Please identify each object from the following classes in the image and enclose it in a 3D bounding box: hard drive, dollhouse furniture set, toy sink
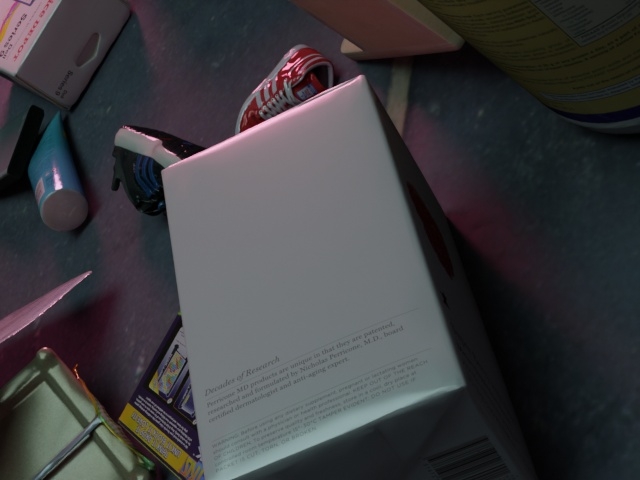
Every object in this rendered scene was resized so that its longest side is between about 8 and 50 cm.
[{"bbox_3d":[-0.380,-0.104,1.620,0.135,0.022,0.094,-19,50,56],"label":"hard drive"},{"bbox_3d":[-0.289,0.276,1.252,0.301,0.151,0.197,-42,59,-6],"label":"dollhouse furniture set"},{"bbox_3d":[0.051,-0.254,1.130,0.153,0.131,0.234,-62,21,-5],"label":"toy sink"}]

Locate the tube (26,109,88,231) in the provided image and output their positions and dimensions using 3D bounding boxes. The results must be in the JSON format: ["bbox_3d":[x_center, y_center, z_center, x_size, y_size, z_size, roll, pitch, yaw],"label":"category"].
[{"bbox_3d":[-0.310,-0.080,1.533,0.080,0.052,0.207,-48,33,10],"label":"tube"}]

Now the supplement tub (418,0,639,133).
[{"bbox_3d":[0.154,-0.244,0.893,0.241,0.331,0.241,-27,48,34],"label":"supplement tub"}]

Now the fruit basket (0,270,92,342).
[{"bbox_3d":[-0.420,0.170,1.326,0.353,0.165,0.327,-20,15,35],"label":"fruit basket"}]

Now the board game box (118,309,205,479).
[{"bbox_3d":[-0.087,0.134,1.136,0.170,0.048,0.141,28,90,52],"label":"board game box"}]

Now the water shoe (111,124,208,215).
[{"bbox_3d":[-0.149,-0.059,1.335,0.203,0.073,0.080,28,109,56],"label":"water shoe"}]

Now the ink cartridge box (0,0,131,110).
[{"bbox_3d":[-0.347,-0.266,1.661,0.212,0.093,0.154,28,87,51],"label":"ink cartridge box"}]

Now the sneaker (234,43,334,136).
[{"bbox_3d":[-0.032,-0.130,1.259,0.118,0.042,0.067,-56,34,0],"label":"sneaker"}]

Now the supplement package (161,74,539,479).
[{"bbox_3d":[0.017,0.063,0.932,0.175,0.177,0.293,-25,46,11],"label":"supplement package"}]
